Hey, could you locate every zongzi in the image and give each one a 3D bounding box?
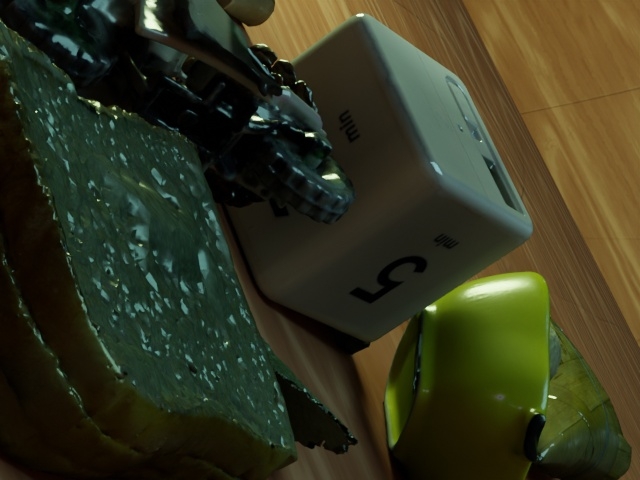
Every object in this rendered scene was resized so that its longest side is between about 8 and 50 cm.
[{"bbox_3d":[0.246,0.179,2.307,0.256,0.115,0.228,15,41,-57],"label":"zongzi"}]

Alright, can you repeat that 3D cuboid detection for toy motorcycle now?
[{"bbox_3d":[-0.112,-0.127,1.477,0.327,0.143,0.188,29,21,-32],"label":"toy motorcycle"}]

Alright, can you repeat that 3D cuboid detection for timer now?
[{"bbox_3d":[0.040,-0.051,1.760,0.194,0.195,0.192,28,33,-54],"label":"timer"}]

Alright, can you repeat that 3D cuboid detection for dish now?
[{"bbox_3d":[0.122,0.144,1.803,0.108,0.221,0.262,15,35,-8],"label":"dish"}]

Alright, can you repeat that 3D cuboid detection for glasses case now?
[{"bbox_3d":[-0.109,-0.336,2.154,0.193,0.070,0.102,63,15,18],"label":"glasses case"}]

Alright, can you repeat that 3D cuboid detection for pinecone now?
[{"bbox_3d":[-0.068,-0.092,1.644,0.140,0.140,0.121,65,3,22],"label":"pinecone"}]

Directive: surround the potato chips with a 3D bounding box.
[{"bbox_3d":[-0.066,0.061,1.440,0.228,0.059,0.167,50,5,-36],"label":"potato chips"}]

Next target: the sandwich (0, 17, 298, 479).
[{"bbox_3d":[-0.132,0.023,1.209,0.271,0.099,0.301,65,13,21],"label":"sandwich"}]

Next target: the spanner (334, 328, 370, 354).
[{"bbox_3d":[0.000,0.000,1.931,0.087,0.024,0.316,46,18,-29],"label":"spanner"}]

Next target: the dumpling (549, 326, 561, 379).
[{"bbox_3d":[0.174,0.107,2.141,0.166,0.126,0.216,45,14,9],"label":"dumpling"}]

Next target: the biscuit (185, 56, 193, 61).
[{"bbox_3d":[-0.121,-0.222,1.925,0.174,0.039,0.183,28,34,-64],"label":"biscuit"}]
